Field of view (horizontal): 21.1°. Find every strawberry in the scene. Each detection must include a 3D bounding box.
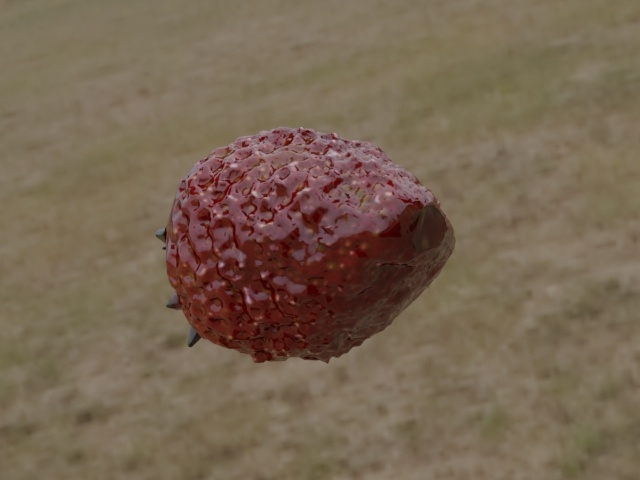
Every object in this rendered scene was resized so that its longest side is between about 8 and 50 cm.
[{"bbox_3d":[-0.001,0.006,0.849,0.131,0.131,0.148,-24,30,-37],"label":"strawberry"}]
